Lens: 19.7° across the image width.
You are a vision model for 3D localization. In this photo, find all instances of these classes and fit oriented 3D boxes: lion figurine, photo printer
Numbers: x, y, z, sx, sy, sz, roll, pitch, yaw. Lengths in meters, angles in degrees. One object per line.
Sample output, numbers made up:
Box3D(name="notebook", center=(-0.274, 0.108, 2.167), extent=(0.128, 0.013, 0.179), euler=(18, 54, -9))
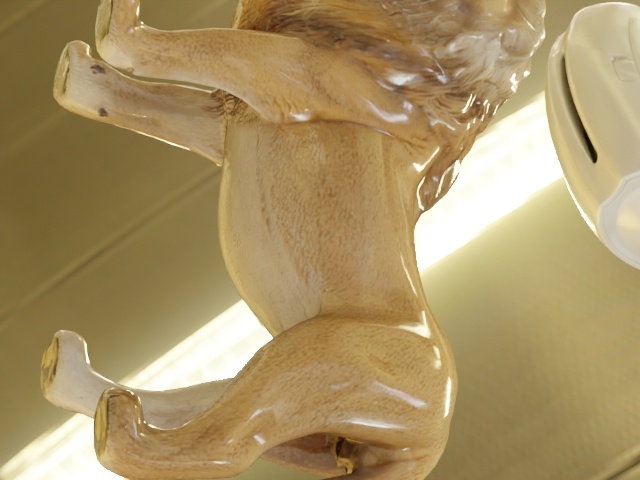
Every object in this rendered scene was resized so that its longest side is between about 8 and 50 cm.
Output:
Box3D(name="lion figurine", center=(0.000, 0.000, 0.872), extent=(0.142, 0.240, 0.392), euler=(135, -39, -56))
Box3D(name="photo printer", center=(0.307, -0.047, 1.395), extent=(0.107, 0.308, 0.256), euler=(-52, -157, 30))
